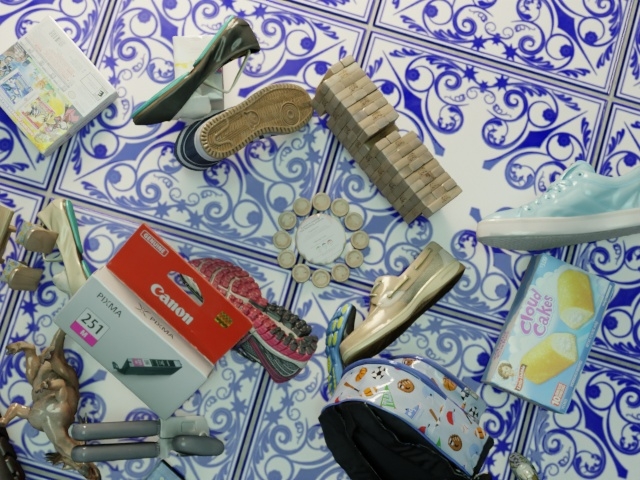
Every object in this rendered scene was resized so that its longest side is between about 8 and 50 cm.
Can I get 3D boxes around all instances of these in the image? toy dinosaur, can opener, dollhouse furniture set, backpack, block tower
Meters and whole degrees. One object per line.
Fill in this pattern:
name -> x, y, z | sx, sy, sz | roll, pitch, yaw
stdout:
toy dinosaur -> -0.473, 0.288, 1.711 | 0.127, 0.200, 0.296 | -17, 52, 20
can opener -> -0.302, 0.349, 1.677 | 0.280, 0.093, 0.074 | 7, 77, -38
dollhouse furniture set -> -0.634, 0.044, 1.693 | 0.212, 0.161, 0.242 | 22, 91, 16
backpack -> 0.143, 0.316, 1.655 | 0.263, 0.276, 0.213 | 38, 51, -19
block tower -> 0.117, -0.184, 1.799 | 0.091, 0.097, 0.335 | -36, 84, -28

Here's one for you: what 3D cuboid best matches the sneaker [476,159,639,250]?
sneaker -> 0.462, -0.070, 1.802 | 0.366, 0.135, 0.150 | -6, 76, -12

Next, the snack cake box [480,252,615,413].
snack cake box -> 0.426, 0.174, 1.782 | 0.152, 0.089, 0.264 | 23, 83, 0

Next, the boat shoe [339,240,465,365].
boat shoe -> 0.136, 0.114, 1.758 | 0.302, 0.109, 0.098 | -39, 74, -21

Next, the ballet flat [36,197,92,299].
ballet flat -> -0.469, 0.043, 1.767 | 0.086, 0.086, 0.248 | -21, 76, -5

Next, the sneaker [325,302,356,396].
sneaker -> 0.054, 0.212, 1.783 | 0.078, 0.067, 0.188 | 2, 81, -23

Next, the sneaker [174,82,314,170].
sneaker -> -0.152, -0.215, 1.805 | 0.282, 0.153, 0.099 | -29, 99, -37

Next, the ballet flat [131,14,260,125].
ballet flat -> -0.215, -0.286, 1.720 | 0.096, 0.095, 0.280 | 45, 83, -11

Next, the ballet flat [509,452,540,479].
ballet flat -> 0.394, 0.448, 1.773 | 0.041, 0.041, 0.114 | -31, 85, -5

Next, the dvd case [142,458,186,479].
dvd case -> -0.311, 0.557, 1.741 | 0.180, 0.022, 0.253 | 42, 83, 2

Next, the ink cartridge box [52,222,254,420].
ink cartridge box -> -0.294, 0.146, 1.672 | 0.275, 0.060, 0.239 | 43, 110, -5

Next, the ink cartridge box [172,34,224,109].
ink cartridge box -> -0.231, -0.309, 1.811 | 0.090, 0.092, 0.143 | -4, 85, -3

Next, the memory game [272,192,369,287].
memory game -> 0.000, 0.000, 1.824 | 0.186, 0.012, 0.186 | 0, 84, -2

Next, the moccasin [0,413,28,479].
moccasin -> -0.590, 0.475, 1.680 | 0.147, 0.139, 0.380 | -26, 85, -4

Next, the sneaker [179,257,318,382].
sneaker -> -0.151, 0.146, 1.755 | 0.299, 0.121, 0.112 | 40, 123, 12

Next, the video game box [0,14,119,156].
video game box -> -0.523, -0.295, 1.820 | 0.187, 0.048, 0.205 | -41, 86, -8
